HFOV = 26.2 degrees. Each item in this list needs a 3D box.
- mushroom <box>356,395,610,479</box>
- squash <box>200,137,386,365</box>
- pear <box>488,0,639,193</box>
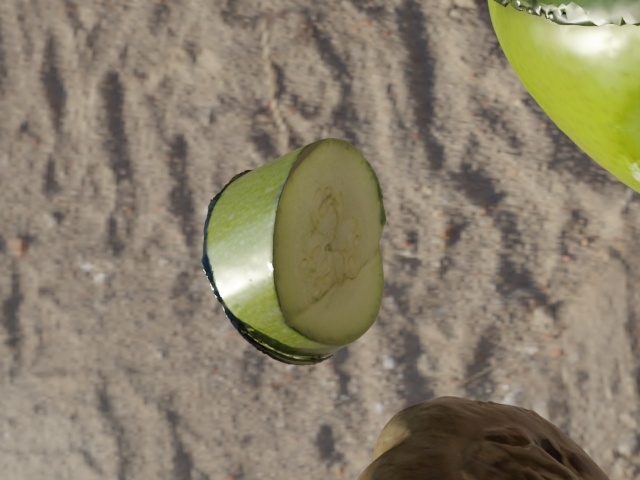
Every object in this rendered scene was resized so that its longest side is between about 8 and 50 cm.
[{"bbox_3d":[0.124,0.211,0.887,0.146,0.278,0.278,-42,66,31],"label":"mushroom"},{"bbox_3d":[-0.003,0.012,1.398,0.133,0.220,0.220,-19,78,41],"label":"squash"},{"bbox_3d":[0.241,-0.080,0.673,0.292,0.292,0.159,-32,32,30],"label":"pear"}]
